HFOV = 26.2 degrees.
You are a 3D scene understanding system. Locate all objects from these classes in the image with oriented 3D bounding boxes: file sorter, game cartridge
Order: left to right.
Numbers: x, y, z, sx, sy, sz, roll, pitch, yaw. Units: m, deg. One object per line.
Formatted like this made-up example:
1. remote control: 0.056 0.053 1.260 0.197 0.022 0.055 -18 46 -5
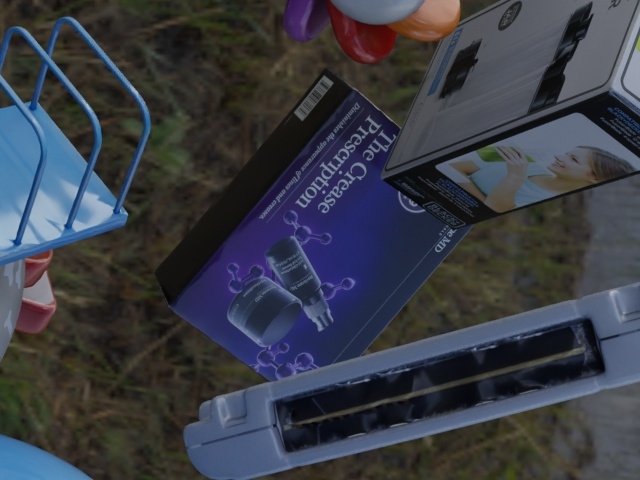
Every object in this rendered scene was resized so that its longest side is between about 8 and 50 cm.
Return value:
1. file sorter: -0.209 -0.061 0.862 0.170 0.118 0.104 -21 151 -41
2. game cartridge: 0.090 0.079 0.805 0.196 0.294 0.060 -5 78 -70

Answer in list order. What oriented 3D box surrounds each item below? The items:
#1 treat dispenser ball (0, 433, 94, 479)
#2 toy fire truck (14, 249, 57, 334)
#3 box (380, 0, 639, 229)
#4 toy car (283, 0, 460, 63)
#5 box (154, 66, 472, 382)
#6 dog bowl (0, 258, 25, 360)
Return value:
1. treat dispenser ball: -0.192 0.230 0.636 0.288 0.288 0.288 -10 102 -57
2. toy fire truck: -0.423 -0.010 1.423 0.302 0.254 0.169 19 118 -34
3. box: 0.183 -0.122 1.064 0.087 0.290 0.169 34 66 -21
4. toy car: 0.017 -0.190 0.920 0.159 0.182 0.136 -49 158 -46
5. box: 0.000 0.000 1.296 0.184 0.103 0.261 38 95 -25
6. dog bowl: -0.382 0.025 1.027 0.102 0.348 0.349 63 41 -64
